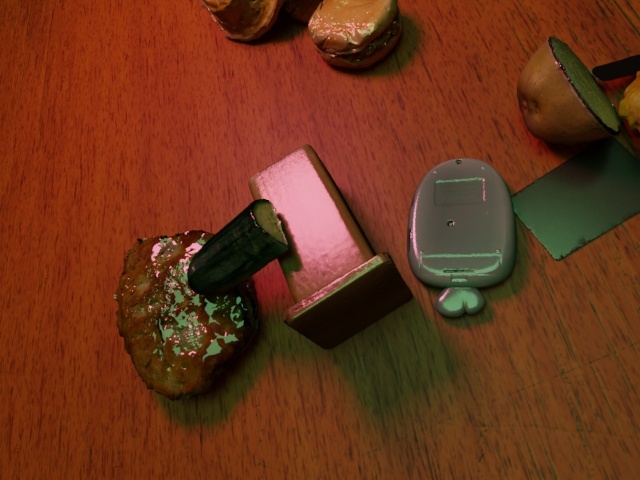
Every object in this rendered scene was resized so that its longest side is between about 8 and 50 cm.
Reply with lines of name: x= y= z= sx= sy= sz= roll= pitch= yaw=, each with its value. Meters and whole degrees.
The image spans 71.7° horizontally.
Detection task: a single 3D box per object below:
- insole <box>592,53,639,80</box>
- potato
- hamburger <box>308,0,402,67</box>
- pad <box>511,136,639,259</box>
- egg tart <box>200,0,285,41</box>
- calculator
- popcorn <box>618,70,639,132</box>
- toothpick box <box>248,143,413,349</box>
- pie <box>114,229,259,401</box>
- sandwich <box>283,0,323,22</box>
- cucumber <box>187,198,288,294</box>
insole: x=0.549 y=-0.303 z=0.776 sx=0.152 sy=0.002 sz=0.053 roll=-15 pitch=62 yaw=-6
potato: x=0.408 y=-0.234 z=0.762 sx=0.117 sy=0.182 sz=0.203 roll=-36 pitch=64 yaw=41
hamburger: x=0.080 y=-0.490 z=1.005 sx=0.213 sy=0.108 sz=0.214 roll=-7 pitch=66 yaw=17
pad: x=0.446 y=-0.076 z=0.750 sx=0.211 sy=0.003 sz=0.143 roll=-32 pitch=61 yaw=6
egg tart: x=-0.219 y=-0.671 z=1.106 sx=0.341 sy=0.129 sz=0.342 roll=19 pitch=121 yaw=35
calculator: x=0.245 y=-0.014 z=0.781 sx=0.185 sy=0.041 sz=0.299 roll=-1 pitch=67 yaw=21
popcorn: x=0.576 y=-0.230 z=0.680 sx=0.197 sy=0.155 sz=0.198 roll=-13 pitch=65 yaw=30
toothpick box: x=0.000 y=0.000 z=0.800 sx=0.190 sy=0.187 sz=0.308 roll=-32 pitch=57 yaw=8
pie: x=-0.277 y=0.135 z=0.892 sx=0.288 sy=0.103 sz=0.355 roll=-27 pitch=66 yaw=9
sandwich: x=-0.011 y=-0.692 z=1.087 sx=0.226 sy=0.087 sz=0.251 roll=-27 pitch=53 yaw=53
cucumber: x=-0.163 y=0.023 z=0.762 sx=0.243 sy=0.063 sz=0.115 roll=-38 pitch=51 yaw=31
